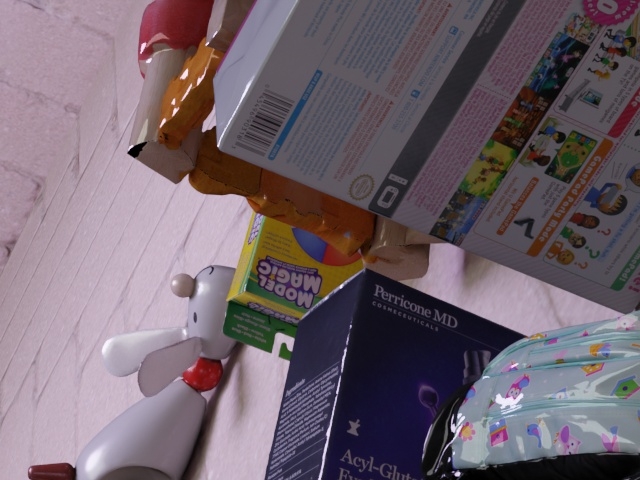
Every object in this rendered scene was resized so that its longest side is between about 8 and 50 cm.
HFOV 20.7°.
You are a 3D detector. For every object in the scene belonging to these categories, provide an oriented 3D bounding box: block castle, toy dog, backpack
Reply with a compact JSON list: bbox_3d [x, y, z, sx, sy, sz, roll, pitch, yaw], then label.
[{"bbox_3d":[0.073,-0.192,1.310,0.453,0.303,0.213,-47,26,46],"label":"block castle"},{"bbox_3d":[-0.203,0.177,1.894,0.220,0.161,0.333,-27,44,63],"label":"toy dog"},{"bbox_3d":[0.162,0.108,0.966,0.182,0.152,0.115,-22,57,50],"label":"backpack"}]

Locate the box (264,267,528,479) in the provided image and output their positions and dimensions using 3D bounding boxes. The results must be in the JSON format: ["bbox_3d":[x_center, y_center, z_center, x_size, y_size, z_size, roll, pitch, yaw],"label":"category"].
[{"bbox_3d":[0.053,0.148,1.207,0.108,0.153,0.207,-41,33,54],"label":"box"}]

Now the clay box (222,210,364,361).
[{"bbox_3d":[0.000,0.000,1.575,0.053,0.127,0.222,-32,40,62],"label":"clay box"}]

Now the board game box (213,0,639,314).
[{"bbox_3d":[0.117,-0.110,1.079,0.224,0.303,0.097,-58,20,26],"label":"board game box"}]
